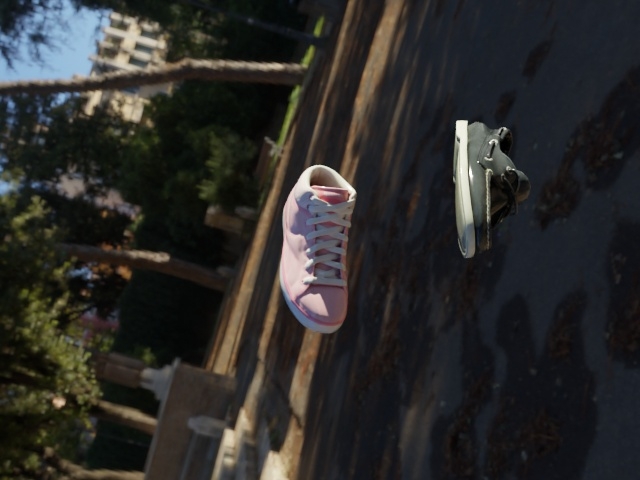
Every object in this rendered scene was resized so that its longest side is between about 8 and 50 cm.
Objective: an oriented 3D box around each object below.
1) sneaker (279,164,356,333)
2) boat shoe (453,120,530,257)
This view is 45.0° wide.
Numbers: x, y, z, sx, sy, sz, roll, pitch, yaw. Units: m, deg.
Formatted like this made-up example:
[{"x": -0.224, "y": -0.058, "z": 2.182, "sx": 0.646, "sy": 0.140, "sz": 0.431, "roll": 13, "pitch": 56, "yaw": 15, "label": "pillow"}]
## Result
[{"x": 0.000, "y": 0.000, "z": 0.596, "sx": 0.070, "sy": 0.051, "sz": 0.134, "roll": 119, "pitch": 150, "yaw": -48, "label": "sneaker"}, {"x": 0.265, "y": -0.088, "z": 1.196, "sx": 0.340, "sy": 0.113, "sz": 0.127, "roll": -74, "pitch": -16, "yaw": -61, "label": "boat shoe"}]
